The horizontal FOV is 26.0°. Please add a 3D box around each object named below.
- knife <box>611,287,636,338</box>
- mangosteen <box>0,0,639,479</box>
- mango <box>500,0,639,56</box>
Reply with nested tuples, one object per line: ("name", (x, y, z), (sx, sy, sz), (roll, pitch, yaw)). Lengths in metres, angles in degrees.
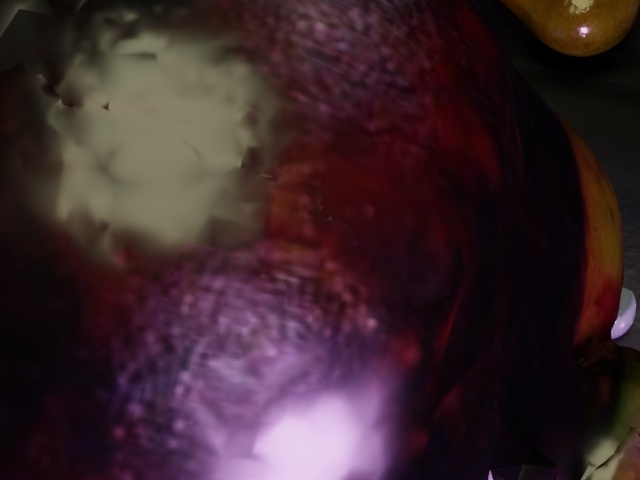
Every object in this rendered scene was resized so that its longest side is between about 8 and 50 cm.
("knife", (0.119, 0.019, 0.862), (0.162, 0.023, 0.044), (22, 53, 20))
("mangosteen", (-0.050, 0.053, 0.615), (0.381, 0.421, 0.381), (-25, 32, 17))
("mango", (0.172, -0.227, 1.042), (0.136, 0.099, 0.227), (-11, 56, -14))
